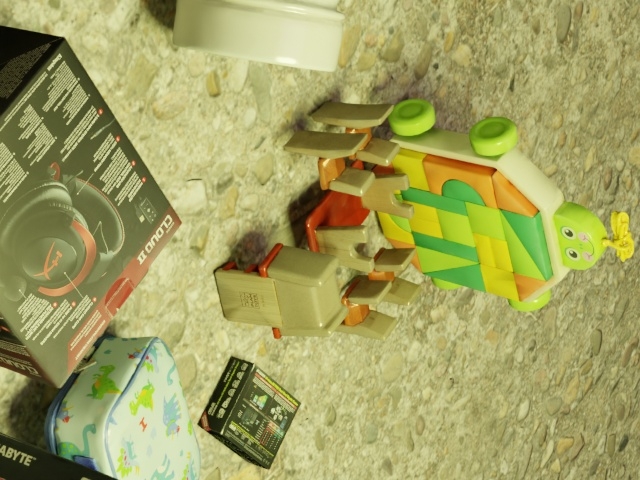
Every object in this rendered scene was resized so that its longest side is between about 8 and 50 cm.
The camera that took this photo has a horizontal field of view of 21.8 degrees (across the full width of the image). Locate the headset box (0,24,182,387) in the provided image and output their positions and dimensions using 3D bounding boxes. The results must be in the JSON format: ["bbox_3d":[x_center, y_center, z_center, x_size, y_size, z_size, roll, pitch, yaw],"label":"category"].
[{"bbox_3d":[-0.270,-0.021,1.556,0.218,0.110,0.293,-56,140,-25],"label":"headset box"}]

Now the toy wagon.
[{"bbox_3d":[0.211,-0.029,1.999,0.068,0.344,0.267,-46,135,-32],"label":"toy wagon"}]

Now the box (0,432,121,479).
[{"bbox_3d":[-0.271,0.289,1.569,0.051,0.220,0.175,40,70,-54],"label":"box"}]

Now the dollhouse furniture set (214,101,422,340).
[{"bbox_3d":[0.000,0.000,1.947,0.259,0.135,0.262,-51,139,-47],"label":"dollhouse furniture set"}]

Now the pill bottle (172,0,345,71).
[{"bbox_3d":[-0.039,-0.361,1.670,0.204,0.204,0.361,-1,103,-53],"label":"pill bottle"}]

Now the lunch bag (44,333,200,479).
[{"bbox_3d":[-0.204,0.218,1.717,0.176,0.090,0.219,-63,149,-49],"label":"lunch bag"}]

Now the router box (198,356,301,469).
[{"bbox_3d":[-0.082,0.203,1.949,0.122,0.038,0.092,47,65,-50],"label":"router box"}]
